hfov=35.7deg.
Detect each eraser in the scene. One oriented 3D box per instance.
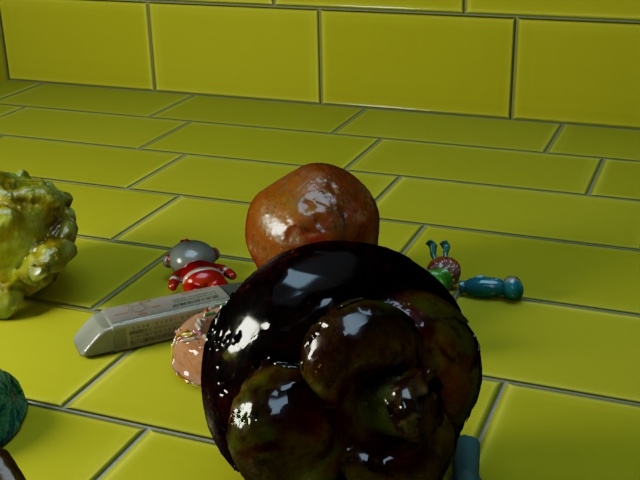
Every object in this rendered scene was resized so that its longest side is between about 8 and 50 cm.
[{"bbox_3d":[-0.289,0.145,1.884,0.352,0.061,0.089,-11,23,-23],"label":"eraser"}]

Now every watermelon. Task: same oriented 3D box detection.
[{"bbox_3d":[-0.552,0.276,1.542,0.231,0.128,0.146,-13,42,-31],"label":"watermelon"}]

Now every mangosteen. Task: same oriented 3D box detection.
[{"bbox_3d":[0.026,0.201,1.326,0.381,0.380,0.421,-4,27,-6],"label":"mangosteen"}]

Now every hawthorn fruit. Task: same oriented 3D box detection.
[{"bbox_3d":[0.000,0.000,1.969,0.277,0.277,0.298,-7,25,-14],"label":"hawthorn fruit"}]

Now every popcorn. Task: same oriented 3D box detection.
[{"bbox_3d":[-0.637,-0.019,2.019,0.274,0.279,0.335,-46,10,-2],"label":"popcorn"}]

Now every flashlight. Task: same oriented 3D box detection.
[{"bbox_3d":[0.342,0.096,1.994,0.129,0.051,0.051,-1,21,14],"label":"flashlight"}]

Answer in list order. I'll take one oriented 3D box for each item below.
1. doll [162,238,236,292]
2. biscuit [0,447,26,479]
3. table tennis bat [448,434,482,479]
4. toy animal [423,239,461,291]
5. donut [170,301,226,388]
[{"bbox_3d":[-0.261,0.058,2.082,0.142,0.076,0.245,-8,27,-19],"label":"doll"},{"bbox_3d":[-0.438,0.378,1.045,0.359,0.359,0.046,4,-20,12],"label":"biscuit"},{"bbox_3d":[0.195,0.372,1.326,0.215,0.044,0.329,0,24,7],"label":"table tennis bat"},{"bbox_3d":[0.229,0.071,2.013,0.103,0.100,0.208,-31,15,20],"label":"toy animal"},{"bbox_3d":[-0.169,0.182,1.757,0.199,0.085,0.233,-8,22,-14],"label":"donut"}]
